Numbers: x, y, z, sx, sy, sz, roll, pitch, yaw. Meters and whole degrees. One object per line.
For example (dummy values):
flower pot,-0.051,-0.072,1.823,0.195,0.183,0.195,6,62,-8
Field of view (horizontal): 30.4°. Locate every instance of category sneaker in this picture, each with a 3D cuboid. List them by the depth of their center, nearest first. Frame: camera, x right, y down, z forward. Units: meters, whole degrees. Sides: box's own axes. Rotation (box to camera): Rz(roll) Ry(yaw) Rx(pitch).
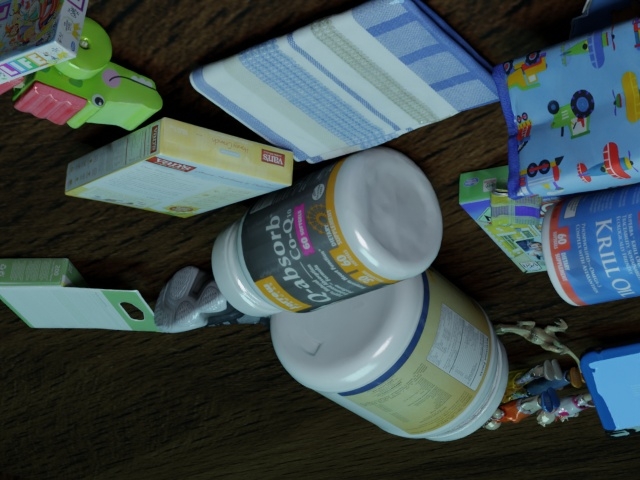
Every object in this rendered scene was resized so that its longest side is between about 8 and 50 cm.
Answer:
sneaker,-0.120,0.097,1.729,0.153,0.101,0.269,29,144,-34

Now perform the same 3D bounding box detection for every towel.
towel,0.028,-0.165,1.228,0.285,0.034,0.209,-16,147,37
towel,0.227,-0.038,1.373,0.060,0.009,0.083,2,154,7

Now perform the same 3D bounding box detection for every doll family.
doll family,0.351,0.245,1.963,0.163,0.118,0.263,-26,159,38

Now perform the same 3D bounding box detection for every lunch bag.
lunch bag,0.345,-0.116,1.119,0.293,0.138,0.221,1,170,-43

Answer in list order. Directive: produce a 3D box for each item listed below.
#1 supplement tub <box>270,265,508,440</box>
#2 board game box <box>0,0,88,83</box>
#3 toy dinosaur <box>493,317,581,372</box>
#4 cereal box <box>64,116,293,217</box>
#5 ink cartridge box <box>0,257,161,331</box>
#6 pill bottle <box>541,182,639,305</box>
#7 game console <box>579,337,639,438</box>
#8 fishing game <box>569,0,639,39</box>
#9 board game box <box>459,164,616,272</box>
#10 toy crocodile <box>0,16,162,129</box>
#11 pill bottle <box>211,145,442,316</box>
supplement tub,0.105,0.141,1.630,0.228,0.228,0.316,-11,150,32
board game box,-0.245,-0.218,1.035,0.103,0.154,0.026,-12,149,33
toy dinosaur,0.350,0.151,1.823,0.183,0.053,0.092,21,167,-14
cereal box,-0.168,-0.079,1.369,0.173,0.047,0.240,12,164,-35
ink cartridge box,-0.367,0.086,1.820,0.235,0.056,0.171,-1,154,10
pill bottle,0.364,-0.005,1.278,0.222,0.124,0.124,-15,148,35
game console,0.582,0.202,1.854,0.293,0.173,0.250,-14,118,22
fishing game,0.326,-0.192,1.098,0.189,0.041,0.264,9,155,-12
board game box,0.353,-0.041,1.404,0.317,0.046,0.213,-9,151,30
toy crocodile,-0.316,-0.185,1.179,0.341,0.105,0.115,24,149,-34
pill bottle,0.000,0.000,1.433,0.162,0.162,0.278,24,149,-34
